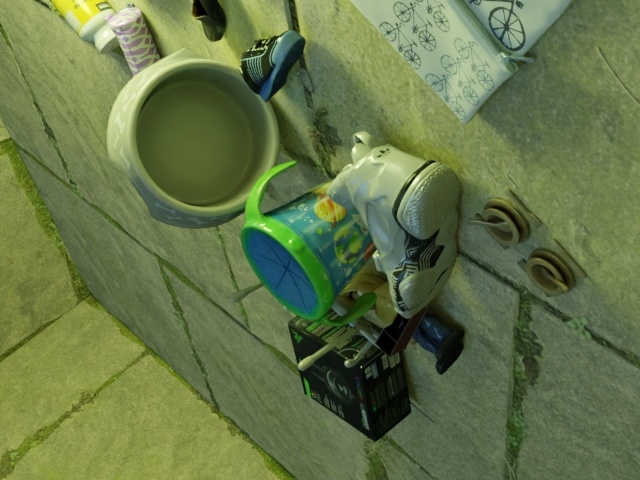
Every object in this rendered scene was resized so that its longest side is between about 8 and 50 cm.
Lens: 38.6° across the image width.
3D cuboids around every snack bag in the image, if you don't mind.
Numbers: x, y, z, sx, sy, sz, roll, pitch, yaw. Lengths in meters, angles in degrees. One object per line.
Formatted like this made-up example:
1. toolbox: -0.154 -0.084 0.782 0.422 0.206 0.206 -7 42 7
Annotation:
1. snack bag: 0.164 -0.347 1.235 0.323 0.037 0.342 50 156 3

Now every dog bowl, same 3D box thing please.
1. dog bowl: -0.237 -0.197 1.800 0.348 0.349 0.102 56 160 -13

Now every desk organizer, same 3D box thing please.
1. desk organizer: 0.159 0.166 1.792 0.047 0.050 0.130 42 131 24

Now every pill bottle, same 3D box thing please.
1. pill bottle: -0.542 -0.530 2.132 0.184 0.103 0.103 50 156 0

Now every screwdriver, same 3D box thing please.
1. screwdriver: 0.216 0.388 2.228 0.170 0.025 0.024 34 152 24

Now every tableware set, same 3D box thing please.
1. tableware set: 0.326 0.017 1.468 0.194 0.039 0.128 49 156 5

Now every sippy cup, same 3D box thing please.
1. sippy cup: 0.000 0.000 1.790 0.240 0.224 0.305 34 151 32

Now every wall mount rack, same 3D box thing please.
1. wall mount rack: -0.020 0.160 1.919 0.350 0.130 0.304 41 -174 22

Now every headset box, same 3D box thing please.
1. headset box: 0.063 0.301 2.200 0.283 0.131 0.246 28 140 42

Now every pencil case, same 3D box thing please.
1. pencil case: -0.416 -0.426 2.076 0.088 0.086 0.206 -3 129 20

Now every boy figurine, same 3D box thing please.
1. boy figurine: 0.164 0.148 1.884 0.285 0.092 0.177 35 154 26

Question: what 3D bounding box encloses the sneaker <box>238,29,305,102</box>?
1. sneaker: -0.098 -0.331 1.662 0.090 0.081 0.232 43 158 -1

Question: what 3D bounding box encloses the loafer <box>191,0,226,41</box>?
1. loafer: -0.223 -0.443 1.746 0.062 0.061 0.170 37 154 26

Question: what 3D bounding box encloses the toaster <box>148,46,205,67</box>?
1. toaster: -0.285 -0.310 1.987 0.186 0.110 0.168 34 151 32

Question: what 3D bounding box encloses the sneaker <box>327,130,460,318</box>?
1. sneaker: 0.131 -0.031 1.636 0.210 0.137 0.365 37 148 30
